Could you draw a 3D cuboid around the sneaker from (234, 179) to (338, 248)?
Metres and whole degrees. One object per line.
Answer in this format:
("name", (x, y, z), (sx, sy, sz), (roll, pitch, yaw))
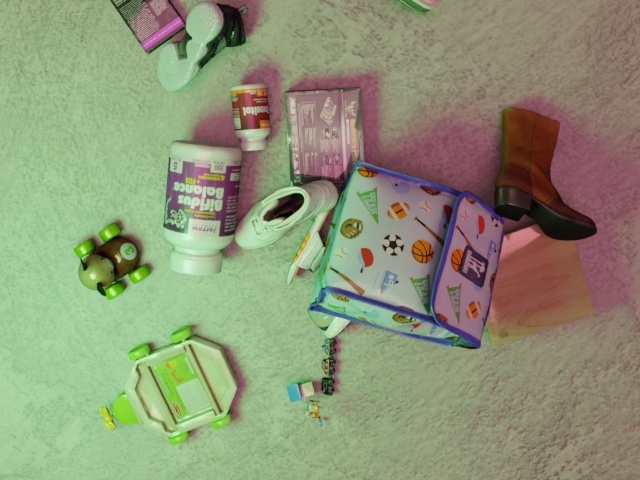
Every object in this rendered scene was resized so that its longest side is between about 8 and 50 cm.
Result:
("sneaker", (-0.118, -0.057, 1.713), (0.292, 0.169, 0.108), (-28, 84, 27))

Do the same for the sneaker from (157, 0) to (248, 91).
("sneaker", (-0.263, -0.445, 1.715), (0.268, 0.153, 0.101), (-41, 80, 42))

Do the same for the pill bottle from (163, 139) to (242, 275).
("pill bottle", (-0.281, -0.077, 1.747), (0.169, 0.169, 0.302), (6, 100, -1))

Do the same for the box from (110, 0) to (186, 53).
("box", (-0.404, -0.537, 1.737), (0.116, 0.029, 0.162), (-33, 100, 5))

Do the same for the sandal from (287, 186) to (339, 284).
("sandal", (0.000, 0.001, 1.793), (0.076, 0.102, 0.265), (28, 97, -2))

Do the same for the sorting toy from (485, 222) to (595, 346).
("sorting toy", (0.498, 0.091, 1.811), (0.257, 0.089, 0.255), (-19, 99, 4))

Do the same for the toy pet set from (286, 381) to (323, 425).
("toy pet set", (-0.040, 0.412, 1.862), (0.065, 0.122, 0.114), (-15, 81, -4))

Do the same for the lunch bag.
("lunch bag", (0.209, 0.040, 1.655), (0.385, 0.239, 0.328), (18, 72, -6))

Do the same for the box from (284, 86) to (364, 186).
("box", (0.012, -0.244, 1.771), (0.183, 0.056, 0.231), (-4, 101, 1))

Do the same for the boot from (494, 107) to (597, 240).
("boot", (0.528, -0.154, 1.731), (0.264, 0.096, 0.280), (16, 62, -5))

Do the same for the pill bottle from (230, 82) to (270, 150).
("pill bottle", (-0.162, -0.290, 1.750), (0.086, 0.086, 0.152), (-5, 101, 1))

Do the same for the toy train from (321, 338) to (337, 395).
("toy train", (0.020, 0.318, 1.889), (0.036, 0.027, 0.158), (5, 101, 11))

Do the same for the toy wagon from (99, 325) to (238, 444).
("toy wagon", (-0.389, 0.381, 1.883), (0.344, 0.068, 0.267), (-22, 99, 5))

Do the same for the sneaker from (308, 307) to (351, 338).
("sneaker", (0.076, 0.114, 1.817), (0.108, 0.100, 0.271), (40, 98, -1))

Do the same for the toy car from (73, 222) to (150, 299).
("toy car", (-0.514, 0.064, 1.764), (0.149, 0.188, 0.155), (-32, 99, 6))

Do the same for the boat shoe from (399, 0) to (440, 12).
("boat shoe", (0.141, -0.623, 1.686), (0.305, 0.091, 0.109), (40, 61, -8))
